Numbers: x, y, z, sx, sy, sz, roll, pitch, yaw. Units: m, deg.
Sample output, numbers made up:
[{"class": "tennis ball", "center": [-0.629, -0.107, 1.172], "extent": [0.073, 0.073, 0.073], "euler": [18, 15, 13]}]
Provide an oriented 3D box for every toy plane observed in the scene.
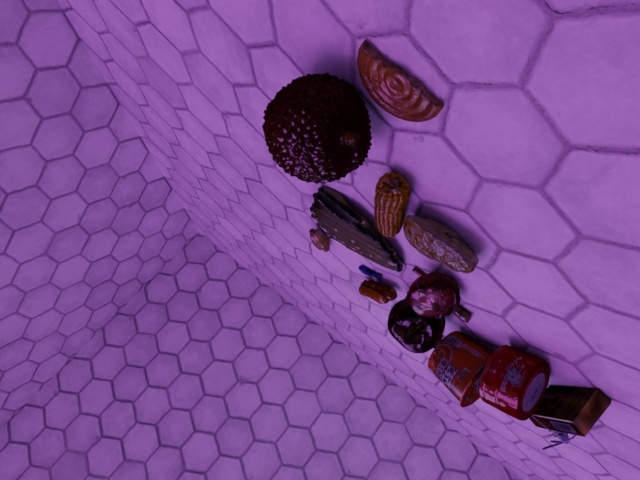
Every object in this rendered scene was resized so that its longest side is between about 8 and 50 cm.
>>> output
[{"class": "toy plane", "center": [0.888, 0.714, 1.798], "extent": [0.273, 0.182, 0.107], "euler": [18, -141, -40]}]

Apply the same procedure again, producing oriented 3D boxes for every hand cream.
[{"class": "hand cream", "center": [0.664, 0.484, 1.621], "extent": [0.150, 0.230, 0.230], "euler": [22, 153, 44]}]

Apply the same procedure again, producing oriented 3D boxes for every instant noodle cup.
[{"class": "instant noodle cup", "center": [0.553, 0.481, 1.836], "extent": [0.192, 0.250, 0.250], "euler": [39, 164, 38]}]

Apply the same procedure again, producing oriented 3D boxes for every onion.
[{"class": "onion", "center": [0.383, 0.176, 1.622], "extent": [0.184, 0.184, 0.147], "euler": [50, -158, -24]}]

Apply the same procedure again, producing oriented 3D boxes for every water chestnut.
[{"class": "water chestnut", "center": [0.373, 0.331, 1.841], "extent": [0.224, 0.238, 0.223], "euler": [6, 111, 17]}]

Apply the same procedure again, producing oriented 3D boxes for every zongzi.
[{"class": "zongzi", "center": [0.513, 0.267, 1.735], "extent": [0.076, 0.040, 0.083], "euler": [41, 180, 23]}]

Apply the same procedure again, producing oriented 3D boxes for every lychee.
[{"class": "lychee", "center": [-0.009, -0.269, 1.175], "extent": [0.304, 0.276, 0.275], "euler": [30, 159, 47]}]

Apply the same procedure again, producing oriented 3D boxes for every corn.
[{"class": "corn", "center": [0.204, -0.097, 1.412], "extent": [0.102, 0.102, 0.313], "euler": [36, 162, 16]}]

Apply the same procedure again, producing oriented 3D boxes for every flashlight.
[{"class": "flashlight", "center": [0.212, 0.143, 2.032], "extent": [0.121, 0.035, 0.057], "euler": [29, 161, 31]}]

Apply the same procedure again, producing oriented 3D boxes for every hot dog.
[{"class": "hot dog", "center": [0.244, 0.212, 2.040], "extent": [0.249, 0.102, 0.076], "euler": [17, 121, 66]}]

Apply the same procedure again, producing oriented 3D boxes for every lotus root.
[{"class": "lotus root", "center": [0.000, 0.000, 2.089], "extent": [0.073, 0.062, 0.150], "euler": [-5, 137, 34]}]

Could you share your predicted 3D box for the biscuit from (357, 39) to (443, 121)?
[{"class": "biscuit", "center": [0.160, -0.336, 1.062], "extent": [0.224, 0.033, 0.144], "euler": [42, 161, 1]}]

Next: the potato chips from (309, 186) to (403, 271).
[{"class": "potato chips", "center": [0.128, -0.028, 1.776], "extent": [0.429, 0.070, 0.358], "euler": [33, 163, 25]}]

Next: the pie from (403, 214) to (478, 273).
[{"class": "pie", "center": [0.346, 0.008, 1.385], "extent": [0.248, 0.090, 0.201], "euler": [36, 171, 17]}]

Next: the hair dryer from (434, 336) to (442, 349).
[{"class": "hair dryer", "center": [0.517, 0.469, 2.134], "extent": [0.219, 0.071, 0.124], "euler": [44, 162, -29]}]

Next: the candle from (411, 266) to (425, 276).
[{"class": "candle", "center": [0.400, 0.151, 1.705], "extent": [0.167, 0.021, 0.026], "euler": [37, -173, 8]}]

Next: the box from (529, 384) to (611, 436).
[{"class": "box", "center": [0.820, 0.560, 1.587], "extent": [0.071, 0.159, 0.240], "euler": [48, 163, 3]}]
